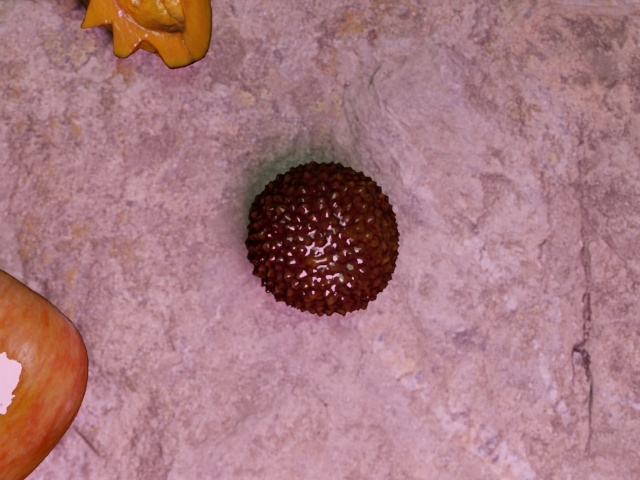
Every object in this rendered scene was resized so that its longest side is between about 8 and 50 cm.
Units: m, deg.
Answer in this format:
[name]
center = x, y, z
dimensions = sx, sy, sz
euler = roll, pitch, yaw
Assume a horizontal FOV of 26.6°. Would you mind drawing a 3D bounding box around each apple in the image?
[apple]
center = -0.373, 0.146, 1.356
dimensions = 0.264, 0.264, 0.264
euler = 4, 74, -13

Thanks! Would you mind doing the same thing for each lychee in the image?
[lychee]
center = 0.000, 0.000, 1.527
dimensions = 0.188, 0.188, 0.188
euler = 4, 74, -13

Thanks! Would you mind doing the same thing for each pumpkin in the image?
[pumpkin]
center = -0.230, -0.322, 1.613
dimensions = 0.130, 0.149, 0.254
euler = -19, 106, 20
